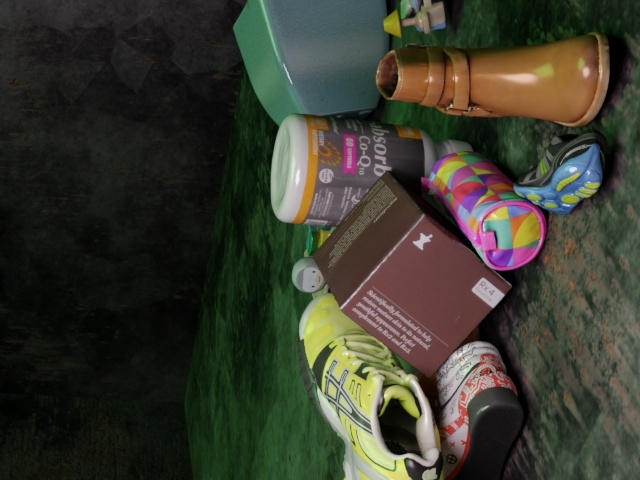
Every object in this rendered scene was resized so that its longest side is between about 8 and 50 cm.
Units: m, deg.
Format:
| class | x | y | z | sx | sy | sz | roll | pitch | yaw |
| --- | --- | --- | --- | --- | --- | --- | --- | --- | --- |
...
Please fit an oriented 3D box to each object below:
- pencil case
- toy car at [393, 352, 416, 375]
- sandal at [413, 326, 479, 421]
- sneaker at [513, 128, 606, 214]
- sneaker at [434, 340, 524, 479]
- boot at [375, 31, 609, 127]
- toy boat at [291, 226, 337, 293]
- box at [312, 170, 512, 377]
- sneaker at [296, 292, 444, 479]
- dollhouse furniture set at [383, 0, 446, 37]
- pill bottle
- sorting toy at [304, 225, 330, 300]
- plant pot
| class | x | y | z | sx | sy | sz | roll | pitch | yaw |
| --- | --- | --- | --- | --- | --- | --- | --- | --- | --- |
| pencil case | 0.211 | -0.043 | 1.592 | 0.236 | 0.104 | 0.104 | -123 | 40 | -68 |
| toy car | 0.108 | 0.190 | 1.959 | 0.188 | 0.149 | 0.155 | 43 | -129 | -71 |
| sandal | 0.162 | 0.232 | 1.689 | 0.076 | 0.102 | 0.265 | -117 | 37 | -65 |
| sneaker | 0.283 | -0.081 | 1.413 | 0.078 | 0.067 | 0.188 | -66 | 7 | -15 |
| sneaker | 0.186 | 0.260 | 1.614 | 0.145 | 0.090 | 0.270 | -102 | 25 | -52 |
| boot | 0.198 | -0.200 | 1.438 | 0.283 | 0.220 | 0.109 | -155 | 71 | -75 |
| toy boat | 0.013 | -0.056 | 2.253 | 0.267 | 0.148 | 0.318 | 101 | 166 | -67 |
| box | 0.117 | 0.040 | 1.638 | 0.167 | 0.168 | 0.203 | -48 | 21 | 8 |
| sneaker | 0.080 | 0.203 | 1.601 | 0.385 | 0.145 | 0.147 | 65 | 144 | 41 |
| dollhouse furniture set | 0.076 | -0.502 | 1.884 | 0.286 | 0.198 | 0.303 | 73 | -167 | -51 |
| pill bottle | 0.076 | -0.094 | 1.778 | 0.162 | 0.278 | 0.162 | -176 | 90 | -76 |
| sorting toy | 0.000 | 0.000 | 2.559 | 0.193 | 0.038 | 0.208 | -102 | 22 | -51 |
| plant pot | -0.002 | -0.338 | 2.304 | 0.248 | 0.247 | 0.252 | 147 | 112 | -72 |
